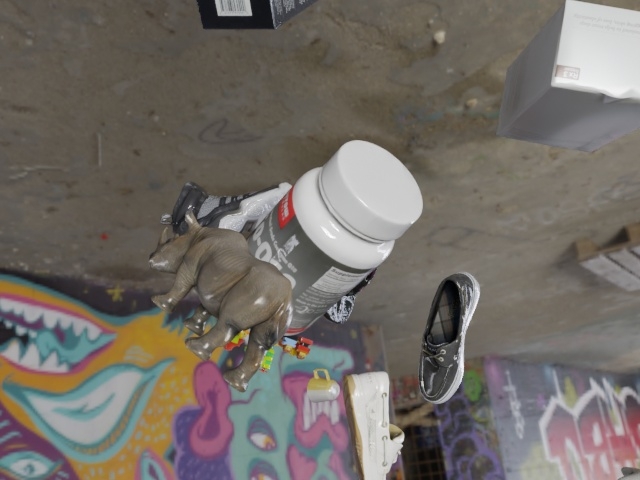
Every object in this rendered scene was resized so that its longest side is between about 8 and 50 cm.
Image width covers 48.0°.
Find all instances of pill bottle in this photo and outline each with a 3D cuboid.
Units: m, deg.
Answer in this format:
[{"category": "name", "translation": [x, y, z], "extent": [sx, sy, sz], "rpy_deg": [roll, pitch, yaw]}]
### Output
[{"category": "pill bottle", "translation": [0.000, 0.000, 1.004], "extent": [0.161, 0.161, 0.283], "rpy_deg": [8, 141, -37]}]

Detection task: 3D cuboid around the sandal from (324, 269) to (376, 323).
[{"category": "sandal", "translation": [0.088, 0.001, 1.812], "extent": [0.107, 0.446, 0.167], "rpy_deg": [15, -173, 37]}]

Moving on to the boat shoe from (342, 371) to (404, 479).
[{"category": "boat shoe", "translation": [0.106, 0.364, 1.291], "extent": [0.096, 0.277, 0.098], "rpy_deg": [-11, -161, -9]}]

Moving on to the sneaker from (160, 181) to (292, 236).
[{"category": "sneaker", "translation": [-0.189, -0.071, 1.449], "extent": [0.268, 0.153, 0.101], "rpy_deg": [-32, 149, -23]}]

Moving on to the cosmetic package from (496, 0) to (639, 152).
[{"category": "cosmetic package", "translation": [0.480, -0.285, 1.329], "extent": [0.217, 0.156, 0.385], "rpy_deg": [10, 175, -1]}]

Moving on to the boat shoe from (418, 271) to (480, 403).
[{"category": "boat shoe", "translation": [0.201, 0.162, 1.182], "extent": [0.080, 0.229, 0.076], "rpy_deg": [24, -168, 36]}]

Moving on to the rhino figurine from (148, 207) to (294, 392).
[{"category": "rhino figurine", "translation": [-0.107, 0.039, 0.714], "extent": [0.106, 0.243, 0.073], "rpy_deg": [-49, 131, -3]}]

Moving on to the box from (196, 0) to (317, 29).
[{"category": "box", "translation": [-0.109, -0.463, 1.300], "extent": [0.153, 0.207, 0.108], "rpy_deg": [7, 125, 23]}]

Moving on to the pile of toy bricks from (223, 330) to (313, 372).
[{"category": "pile of toy bricks", "translation": [-0.127, 0.252, 1.667], "extent": [0.212, 0.105, 0.118], "rpy_deg": [23, 168, -24]}]

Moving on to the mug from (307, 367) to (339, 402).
[{"category": "mug", "translation": [0.007, 0.353, 1.721], "extent": [0.064, 0.062, 0.078], "rpy_deg": [-8, 127, 41]}]

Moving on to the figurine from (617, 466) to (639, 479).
[{"category": "figurine", "translation": [0.546, 0.414, 1.070], "extent": [0.209, 0.092, 0.215], "rpy_deg": [19, -172, 21]}]
